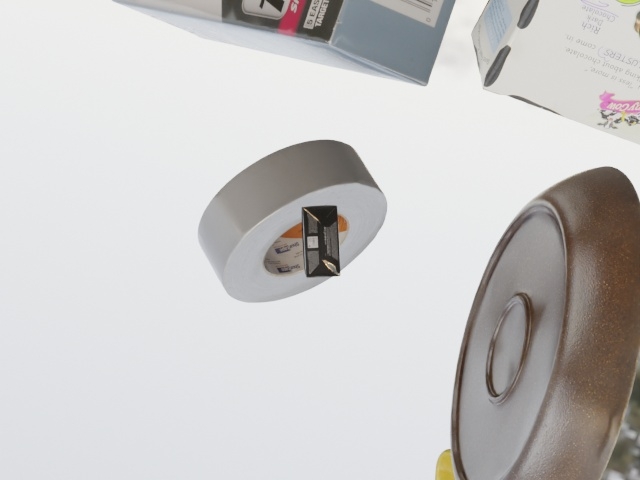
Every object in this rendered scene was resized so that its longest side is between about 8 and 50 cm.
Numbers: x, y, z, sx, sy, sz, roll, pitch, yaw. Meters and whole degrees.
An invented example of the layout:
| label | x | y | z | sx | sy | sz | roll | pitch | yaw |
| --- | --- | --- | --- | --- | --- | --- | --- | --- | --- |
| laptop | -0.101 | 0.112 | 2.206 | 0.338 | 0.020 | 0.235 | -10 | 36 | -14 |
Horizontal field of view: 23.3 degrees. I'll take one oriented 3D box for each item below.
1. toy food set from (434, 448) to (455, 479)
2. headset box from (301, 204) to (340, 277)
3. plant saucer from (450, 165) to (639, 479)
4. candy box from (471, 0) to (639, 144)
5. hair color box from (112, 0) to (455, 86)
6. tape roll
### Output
| label | x | y | z | sx | sy | sz | roll | pitch | yaw |
| --- | --- | --- | --- | --- | --- | --- | --- | --- | --- |
| toy food set | 0.185 | 0.238 | 1.551 | 0.128 | 0.218 | 0.071 | -19 | -131 | 9 |
| headset box | 0.000 | 0.000 | 1.362 | 0.032 | 0.062 | 0.083 | -3 | -179 | 0 |
| plant saucer | 0.163 | 0.088 | 1.190 | 0.050 | 0.310 | 0.310 | 14 | -166 | -11 |
| candy box | 0.198 | -0.149 | 0.842 | 0.165 | 0.196 | 0.070 | 19 | -148 | -15 |
| hair color box | -0.029 | -0.261 | 1.354 | 0.114 | 0.185 | 0.374 | 18 | -178 | -36 |
| tape roll | -0.032 | -0.020 | 1.833 | 0.219 | 0.219 | 0.072 | 2 | -131 | -46 |
